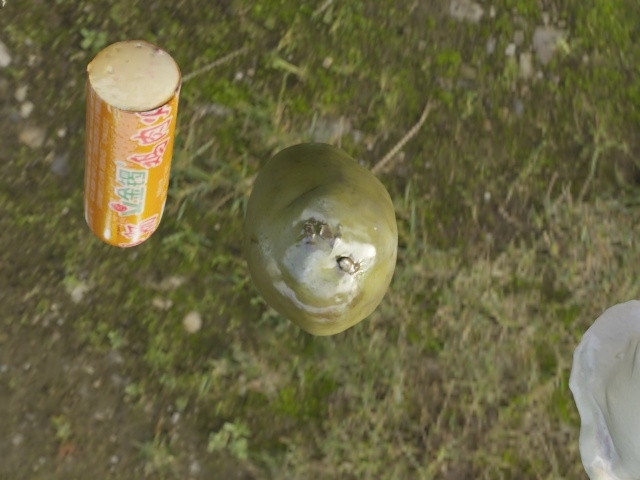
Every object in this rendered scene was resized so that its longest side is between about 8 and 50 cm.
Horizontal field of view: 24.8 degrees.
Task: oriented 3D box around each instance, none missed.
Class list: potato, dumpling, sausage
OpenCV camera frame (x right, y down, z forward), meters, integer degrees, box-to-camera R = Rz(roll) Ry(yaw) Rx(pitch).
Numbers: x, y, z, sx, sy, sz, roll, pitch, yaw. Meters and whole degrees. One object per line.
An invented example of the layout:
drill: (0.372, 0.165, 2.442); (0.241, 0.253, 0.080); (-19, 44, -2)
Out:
potato: (0.000, 0.000, 2.072); (0.220, 0.326, 0.243); (1, 119, -7)
dumpling: (0.299, 0.151, 1.316); (0.151, 0.124, 0.229); (8, 101, 19)
sausage: (-0.154, -0.062, 1.166); (0.071, 0.071, 0.234); (17, 147, 0)

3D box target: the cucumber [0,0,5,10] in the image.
cucumber: (-0.389, -0.254, 1.626); (0.038, 0.163, 0.043); (13, 97, 3)
